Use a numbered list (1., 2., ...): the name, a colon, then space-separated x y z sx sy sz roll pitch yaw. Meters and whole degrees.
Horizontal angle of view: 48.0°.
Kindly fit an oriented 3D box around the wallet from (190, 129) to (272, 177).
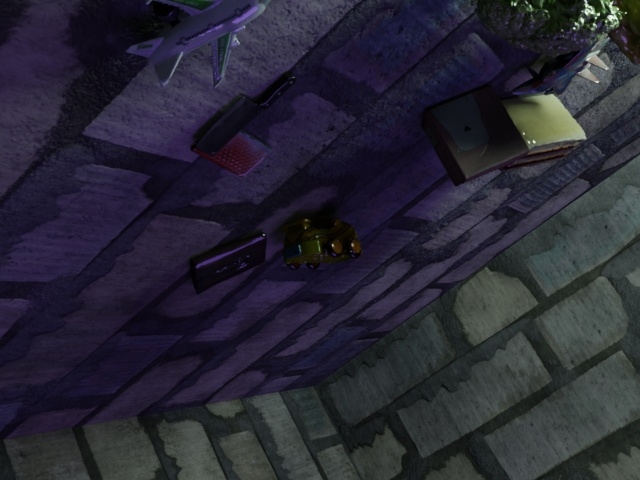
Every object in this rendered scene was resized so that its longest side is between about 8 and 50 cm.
1. wallet: -0.190 -0.198 1.567 0.103 0.020 0.196 -40 156 14

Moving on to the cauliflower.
1. cauliflower: 0.481 -0.514 1.482 0.275 0.272 0.250 -30 133 -42

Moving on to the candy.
1. candy: 0.613 -0.320 2.114 0.320 0.179 0.135 -12 154 -37

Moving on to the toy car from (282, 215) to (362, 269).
1. toy car: 0.000 0.000 2.085 0.200 0.142 0.248 -16 169 39

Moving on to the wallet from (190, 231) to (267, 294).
1. wallet: -0.256 0.062 2.031 0.229 0.049 0.182 -24 155 -18

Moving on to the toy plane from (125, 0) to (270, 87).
1. toy plane: -0.182 -0.350 1.135 0.255 0.101 0.251 -35 158 3

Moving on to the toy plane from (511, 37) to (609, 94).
1. toy plane: 0.636 -0.456 1.947 0.326 0.104 0.223 -17 155 -19

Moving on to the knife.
1. knife: -0.154 -0.260 1.457 0.245 0.019 0.072 -40 152 13

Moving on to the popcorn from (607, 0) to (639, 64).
1. popcorn: 0.823 -0.566 1.713 0.312 0.312 0.312 -26 158 -11

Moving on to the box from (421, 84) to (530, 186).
1. box: 0.407 -0.275 1.906 0.215 0.215 0.086 -24 169 -16
